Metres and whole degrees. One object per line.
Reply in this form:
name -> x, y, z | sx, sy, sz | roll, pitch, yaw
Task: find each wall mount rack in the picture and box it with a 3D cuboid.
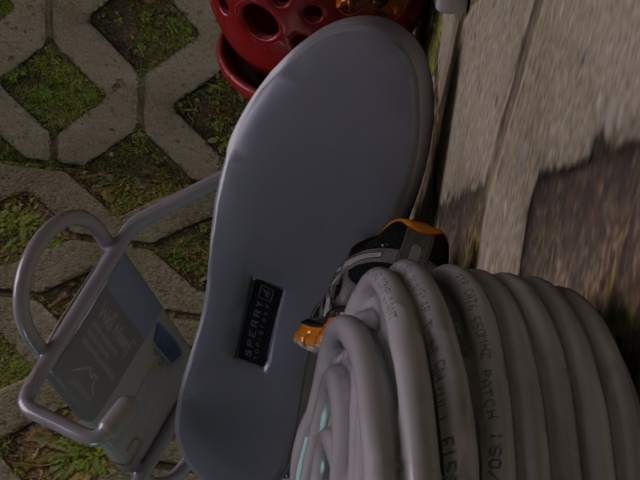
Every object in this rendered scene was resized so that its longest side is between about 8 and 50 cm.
wall mount rack -> -0.094, 0.073, 1.170 | 0.304, 0.130, 0.350 | -60, -30, -24

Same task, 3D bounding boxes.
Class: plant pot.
plant pot -> -0.001, -0.210, 1.166 | 0.191, 0.191, 0.174 | -85, -3, -47

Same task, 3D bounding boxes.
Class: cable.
cable -> 0.032, 0.136, 0.438 | 0.257, 0.089, 0.257 | -87, 5, -48

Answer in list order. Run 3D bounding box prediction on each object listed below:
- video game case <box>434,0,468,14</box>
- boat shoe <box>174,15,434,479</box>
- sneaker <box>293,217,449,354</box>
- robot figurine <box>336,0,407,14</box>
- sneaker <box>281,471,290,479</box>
video game case -> 0.096, -0.269, 0.941 | 0.183, 0.023, 0.201 | -88, 5, -65
boat shoe -> 0.007, 0.005, 1.041 | 0.156, 0.136, 0.367 | -37, -34, -62
sneaker -> 0.039, 0.039, 0.828 | 0.215, 0.084, 0.083 | 146, 144, -82
robot figurine -> 0.039, -0.278, 0.862 | 0.291, 0.085, 0.211 | 94, 178, -62
sneaker -> -0.018, 0.211, 1.205 | 0.296, 0.112, 0.131 | -168, 90, -85
